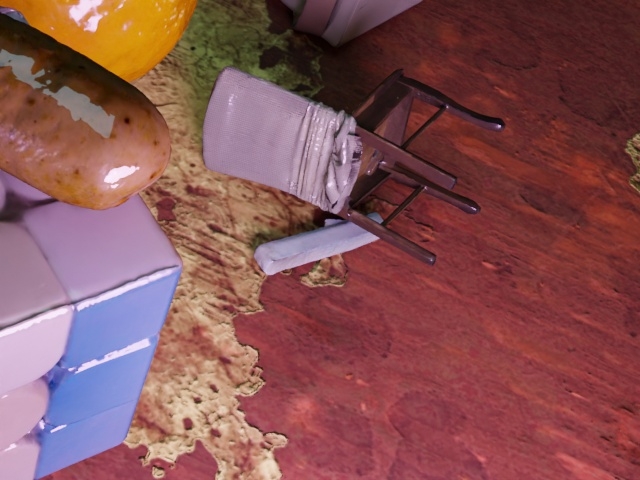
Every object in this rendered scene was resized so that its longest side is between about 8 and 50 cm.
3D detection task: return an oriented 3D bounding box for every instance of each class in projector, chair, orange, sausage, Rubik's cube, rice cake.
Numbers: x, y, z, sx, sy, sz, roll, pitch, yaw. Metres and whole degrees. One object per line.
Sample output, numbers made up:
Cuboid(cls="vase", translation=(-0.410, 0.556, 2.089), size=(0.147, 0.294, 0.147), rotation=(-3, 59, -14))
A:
Cuboid(cls="projector", translation=(0.037, -0.393, 1.880), size=(0.177, 0.163, 0.242), rotation=(42, 50, 15))
Cuboid(cls="chair", translation=(0.038, -0.117, 1.662), size=(0.319, 0.160, 0.186), rotation=(26, 40, 17))
Cuboid(cls="orange", translation=(-0.309, -0.324, 1.602), size=(0.341, 0.340, 0.293), rotation=(13, 74, -10))
Cuboid(cls="sausage", translation=(-0.360, -0.159, 1.143), size=(0.501, 0.123, 0.136), rotation=(21, 80, -2))
Cuboid(cls="Rubik's cube", translation=(-0.379, 0.043, 1.283), size=(0.347, 0.344, 0.346), rotation=(-20, 62, -29))
Cuboid(cls="rice cake", translation=(0.000, 0.000, 1.652), size=(0.180, 0.030, 0.042), rotation=(-17, 56, -31))
